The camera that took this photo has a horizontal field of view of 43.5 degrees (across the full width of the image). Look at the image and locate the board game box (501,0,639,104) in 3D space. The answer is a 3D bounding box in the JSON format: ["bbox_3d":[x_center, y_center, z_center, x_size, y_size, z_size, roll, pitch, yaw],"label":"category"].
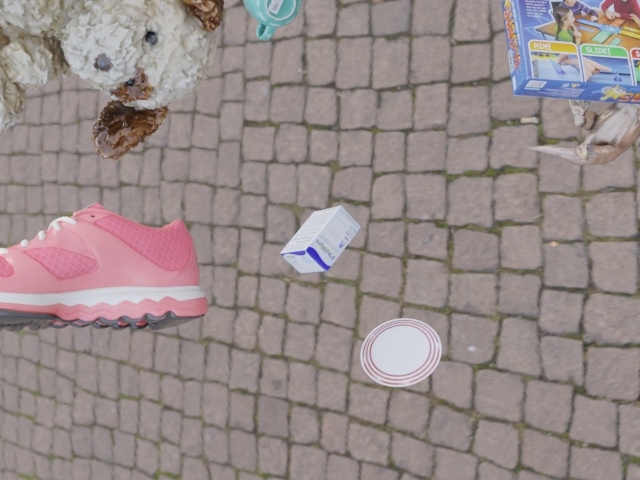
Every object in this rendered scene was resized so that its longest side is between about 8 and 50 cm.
[{"bbox_3d":[0.283,-0.204,0.794,0.035,0.201,0.136,120,151,-67],"label":"board game box"}]

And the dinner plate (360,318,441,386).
[{"bbox_3d":[0.139,0.192,1.387,0.141,0.141,0.017,-61,18,21],"label":"dinner plate"}]

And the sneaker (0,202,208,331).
[{"bbox_3d":[-0.276,0.026,0.863,0.116,0.314,0.136,-24,66,55],"label":"sneaker"}]

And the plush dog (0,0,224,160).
[{"bbox_3d":[-0.204,-0.204,0.728,0.225,0.210,0.262,29,130,-12],"label":"plush dog"}]

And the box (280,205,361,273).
[{"bbox_3d":[0.000,0.000,1.765,0.072,0.137,0.126,46,157,-17],"label":"box"}]

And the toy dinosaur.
[{"bbox_3d":[0.542,-0.201,1.454,0.296,0.200,0.127,-34,66,18],"label":"toy dinosaur"}]

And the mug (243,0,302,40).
[{"bbox_3d":[-0.105,-0.559,1.896,0.097,0.129,0.157,53,167,52],"label":"mug"}]
